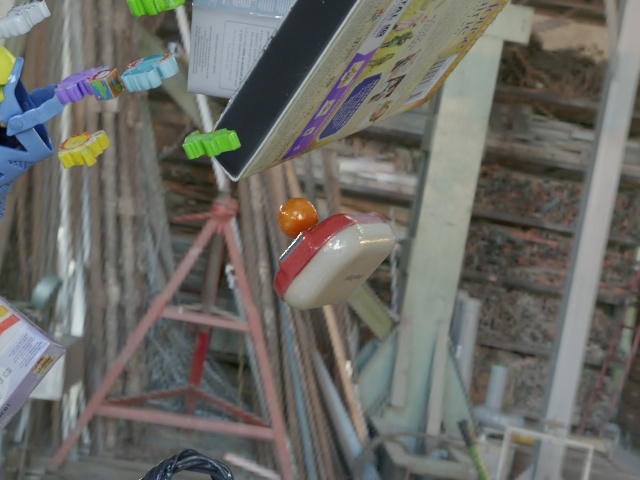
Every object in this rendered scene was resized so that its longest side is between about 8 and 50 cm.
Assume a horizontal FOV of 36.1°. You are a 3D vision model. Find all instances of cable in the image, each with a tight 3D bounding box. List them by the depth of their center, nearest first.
[{"bbox_3d":[-0.184,0.357,1.292,0.150,0.047,0.184,-6,46,5],"label":"cable"}]

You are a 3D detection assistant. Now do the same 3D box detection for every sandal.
[{"bbox_3d":[-0.504,-0.157,1.612,0.138,0.317,0.126,12,34,-18],"label":"sandal"}]

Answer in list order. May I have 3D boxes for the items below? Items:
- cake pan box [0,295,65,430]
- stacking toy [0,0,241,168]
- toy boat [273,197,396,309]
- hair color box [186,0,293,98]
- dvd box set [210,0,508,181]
[{"bbox_3d":[-0.582,0.201,1.556,0.246,0.267,0.070,36,-7,17],"label":"cake pan box"},{"bbox_3d":[-0.195,-0.158,0.955,0.221,0.167,0.052,-2,35,27],"label":"stacking toy"},{"bbox_3d":[0.000,0.000,1.379,0.151,0.151,0.231,47,18,16],"label":"toy boat"},{"bbox_3d":[-0.050,-0.352,1.819,0.374,0.185,0.113,8,41,-3],"label":"hair color box"},{"bbox_3d":[0.084,-0.237,1.105,0.062,0.307,0.420,48,39,11],"label":"dvd box set"}]
